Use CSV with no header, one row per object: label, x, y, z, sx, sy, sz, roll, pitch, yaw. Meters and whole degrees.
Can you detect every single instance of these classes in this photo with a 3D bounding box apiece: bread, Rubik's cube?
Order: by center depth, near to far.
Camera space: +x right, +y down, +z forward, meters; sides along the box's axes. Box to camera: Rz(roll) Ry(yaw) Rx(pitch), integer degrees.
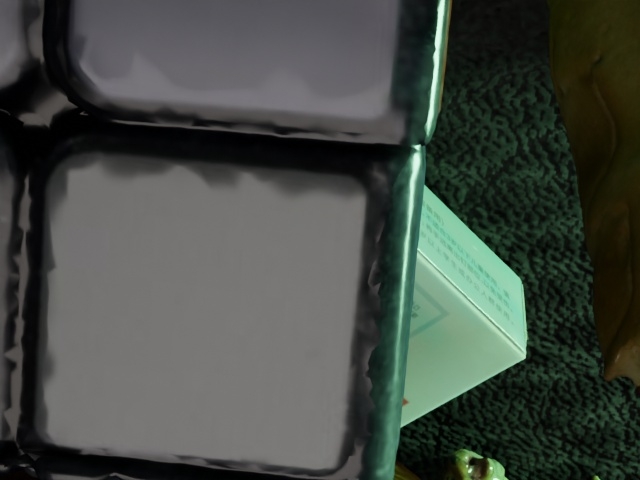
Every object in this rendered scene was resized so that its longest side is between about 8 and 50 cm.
Rubik's cube,-0.103,-0.086,0.807,0.316,0.318,0.313,5,105,0
bread,0.221,-0.035,0.874,0.195,0.344,0.149,-25,139,21

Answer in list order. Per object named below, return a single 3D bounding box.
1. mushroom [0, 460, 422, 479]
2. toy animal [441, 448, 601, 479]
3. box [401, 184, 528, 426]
mushroom,-0.063,0.210,1.147,0.345,0.239,0.345,-2,141,-1
toy animal,0.171,0.223,1.273,0.099,0.057,0.241,-16,129,25
box,0.000,0.000,1.078,0.135,0.079,0.269,-33,120,27
